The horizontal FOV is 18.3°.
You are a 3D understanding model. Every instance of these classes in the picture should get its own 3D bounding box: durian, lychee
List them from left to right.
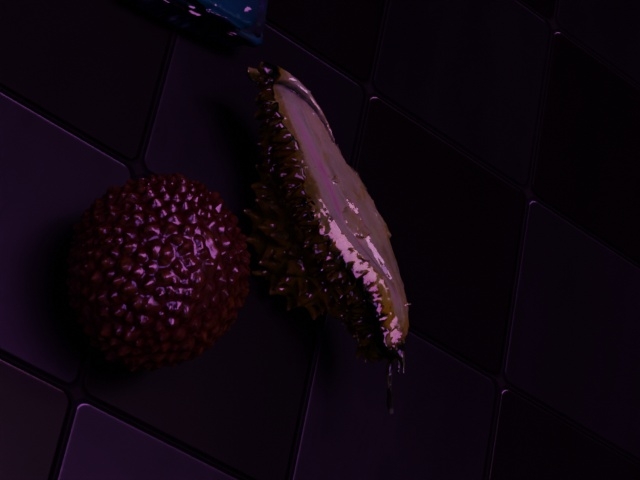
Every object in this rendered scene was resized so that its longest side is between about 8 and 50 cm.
[{"bbox_3d":[-0.145,0.024,1.820,0.188,0.188,0.188,18,61,-36],"label":"lychee"},{"bbox_3d":[0.002,-0.001,2.003,0.132,0.106,0.375,-20,86,-43],"label":"durian"}]

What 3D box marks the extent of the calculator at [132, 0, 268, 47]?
[{"bbox_3d":[-0.162,-0.349,2.041,0.274,0.058,0.248,24,57,-32],"label":"calculator"}]
